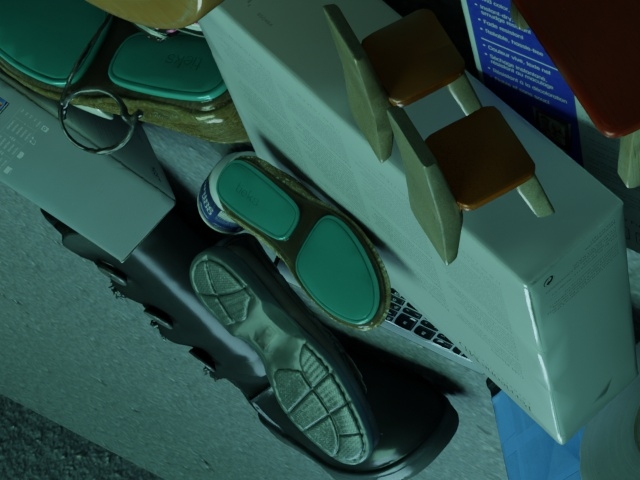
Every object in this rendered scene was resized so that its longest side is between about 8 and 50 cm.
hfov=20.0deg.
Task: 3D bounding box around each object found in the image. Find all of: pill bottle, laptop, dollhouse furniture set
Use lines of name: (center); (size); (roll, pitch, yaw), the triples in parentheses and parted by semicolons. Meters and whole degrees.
pill bottle: (-0.082, -0.051, 1.819); (0.067, 0.067, 0.120); (36, 162, -4)
laptop: (0.113, 0.155, 1.706); (0.408, 0.236, 0.382); (25, 162, 0)
dollhouse furniture set: (0.120, -0.158, 0.918); (0.259, 0.262, 0.135); (61, 176, 33)

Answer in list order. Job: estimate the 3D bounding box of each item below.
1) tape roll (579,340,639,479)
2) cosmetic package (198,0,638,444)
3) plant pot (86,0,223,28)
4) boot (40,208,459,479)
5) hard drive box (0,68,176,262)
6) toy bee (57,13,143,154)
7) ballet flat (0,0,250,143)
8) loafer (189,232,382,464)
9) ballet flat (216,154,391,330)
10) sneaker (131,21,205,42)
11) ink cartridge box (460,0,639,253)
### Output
tape roll: (0.305, 0.144, 1.375); (0.072, 0.219, 0.219); (45, 160, -27)
cosmetic package: (0.070, -0.046, 1.365); (0.377, 0.097, 0.284); (44, 166, 27)
plant pot: (-0.094, -0.263, 1.072); (0.291, 0.203, 0.291); (30, 162, 11)
boot: (-0.087, 0.084, 2.090); (0.445, 0.146, 0.367); (49, 156, -26)
hard drive box: (-0.272, -0.107, 1.817); (0.232, 0.089, 0.181); (36, -167, -30)
toy bee: (-0.176, -0.245, 1.387); (0.195, 0.162, 0.298); (24, 132, 3)
ballet flat: (-0.174, -0.154, 1.668); (0.342, 0.116, 0.124); (16, 159, 33)
loafer: (-0.019, 0.102, 1.849); (0.267, 0.084, 0.096); (51, 133, 0)
ballet flat: (0.000, 0.000, 1.441); (0.206, 0.073, 0.067); (46, -162, 33)
sneaker: (-0.121, -0.199, 1.519); (0.170, 0.063, 0.075); (26, 160, 41)
ink cartridge box: (0.186, -0.108, 1.195); (0.175, 0.069, 0.371); (28, 163, 25)
